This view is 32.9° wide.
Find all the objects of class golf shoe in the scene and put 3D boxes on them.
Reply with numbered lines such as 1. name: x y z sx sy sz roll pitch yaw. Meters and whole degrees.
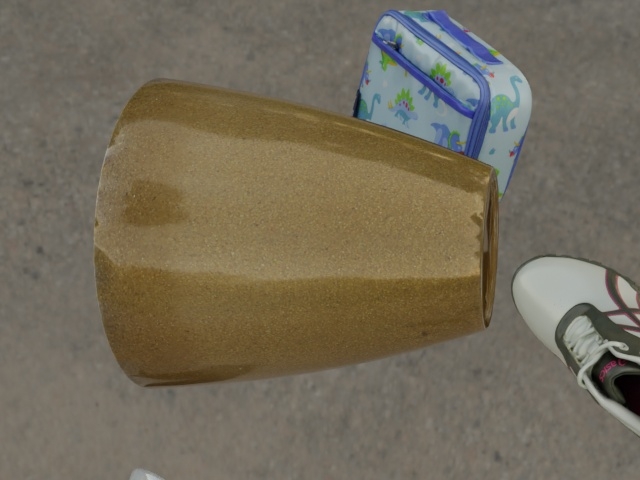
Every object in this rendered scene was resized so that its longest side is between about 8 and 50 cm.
1. golf shoe: 0.274 0.098 1.018 0.120 0.105 0.273 13 25 -51

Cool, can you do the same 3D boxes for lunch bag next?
1. lunch bag: 0.127 -0.147 1.185 0.090 0.176 0.219 -7 38 -31

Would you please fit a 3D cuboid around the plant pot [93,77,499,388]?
1. plant pot: 0.000 0.000 0.805 0.254 0.237 0.237 2 46 13

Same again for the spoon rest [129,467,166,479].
1. spoon rest: -0.145 0.301 1.121 0.137 0.276 0.084 36 60 7
